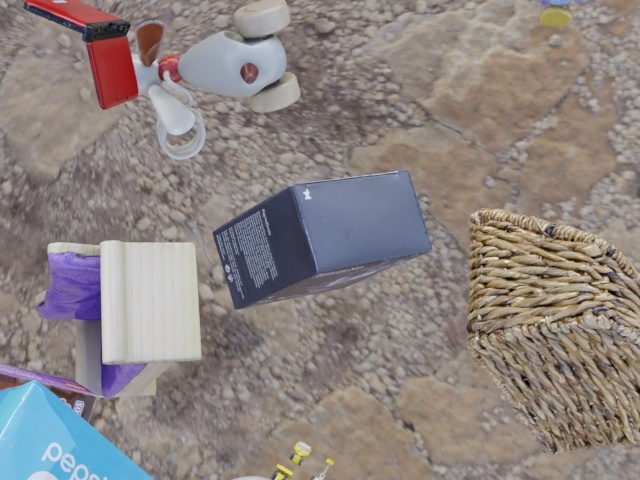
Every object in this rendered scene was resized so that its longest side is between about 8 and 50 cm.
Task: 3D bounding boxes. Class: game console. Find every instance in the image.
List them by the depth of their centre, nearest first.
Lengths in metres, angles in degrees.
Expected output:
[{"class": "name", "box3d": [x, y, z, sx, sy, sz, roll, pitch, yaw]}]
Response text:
[{"class": "game console", "box3d": [-0.273, -0.219, 1.175, 0.124, 0.144, 0.085, 22, 105, 0]}]

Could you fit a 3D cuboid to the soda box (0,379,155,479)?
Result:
[{"class": "soda box", "box3d": [-0.065, 0.143, 0.367, 0.210, 0.067, 0.071, 49, 44, -29]}]

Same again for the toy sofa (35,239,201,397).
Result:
[{"class": "toy sofa", "box3d": [-0.278, 0.115, 1.339, 0.177, 0.362, 0.150, 0, 75, -19]}]

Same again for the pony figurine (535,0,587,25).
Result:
[{"class": "pony figurine", "box3d": [0.394, -0.486, 1.471, 0.350, 0.303, 0.364, 5, 68, 0]}]

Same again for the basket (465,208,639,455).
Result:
[{"class": "basket", "box3d": [0.330, 0.098, 1.278, 0.213, 0.223, 0.299, -16, 135, 26]}]

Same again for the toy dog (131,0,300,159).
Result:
[{"class": "toy dog", "box3d": [-0.186, -0.246, 1.532, 0.333, 0.161, 0.220, -27, 107, 23]}]

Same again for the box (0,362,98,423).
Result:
[{"class": "box", "box3d": [-0.299, 0.220, 0.707, 0.200, 0.057, 0.293, 21, 84, -33]}]

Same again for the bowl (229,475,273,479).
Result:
[{"class": "bowl", "box3d": [-0.018, 0.357, 1.066, 0.134, 0.298, 0.298, -33, 105, -9]}]

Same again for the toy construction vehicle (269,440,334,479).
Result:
[{"class": "toy construction vehicle", "box3d": [-0.033, 0.399, 1.730, 0.085, 0.035, 0.098, 26, 64, 14]}]

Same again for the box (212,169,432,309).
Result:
[{"class": "box", "box3d": [0.000, 0.000, 1.049, 0.156, 0.158, 0.093, -10, 79, -38]}]
